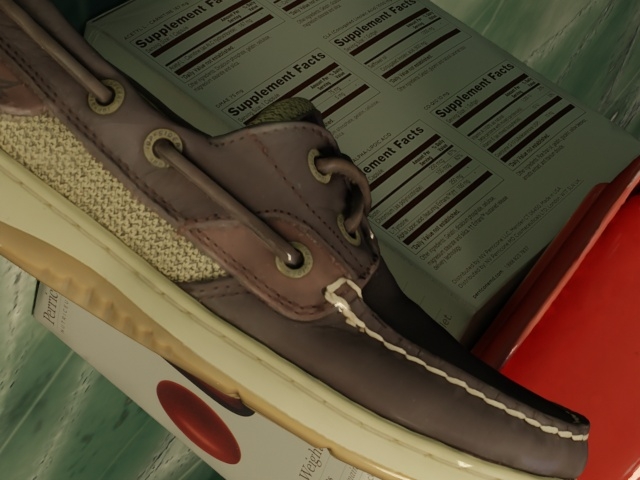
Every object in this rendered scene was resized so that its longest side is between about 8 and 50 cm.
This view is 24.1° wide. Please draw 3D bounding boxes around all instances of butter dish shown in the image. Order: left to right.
[{"bbox_3d":[0.132,0.058,0.594,0.160,0.118,0.160,-53,163,3],"label":"butter dish"}]

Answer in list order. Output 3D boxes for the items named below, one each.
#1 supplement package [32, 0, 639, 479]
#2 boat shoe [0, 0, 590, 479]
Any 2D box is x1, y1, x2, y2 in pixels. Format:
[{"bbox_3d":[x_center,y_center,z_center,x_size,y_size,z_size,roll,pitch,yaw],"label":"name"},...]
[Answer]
[{"bbox_3d":[0.000,0.000,0.685,0.149,0.203,0.194,-37,156,-41],"label":"supplement package"},{"bbox_3d":[-0.028,-0.006,0.485,0.092,0.285,0.103,-60,179,1],"label":"boat shoe"}]
